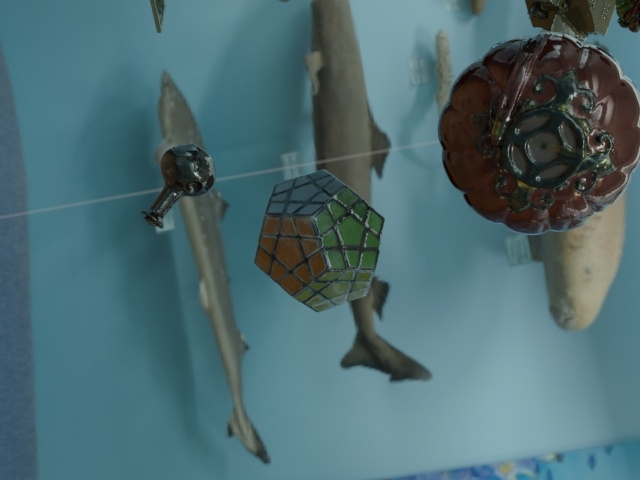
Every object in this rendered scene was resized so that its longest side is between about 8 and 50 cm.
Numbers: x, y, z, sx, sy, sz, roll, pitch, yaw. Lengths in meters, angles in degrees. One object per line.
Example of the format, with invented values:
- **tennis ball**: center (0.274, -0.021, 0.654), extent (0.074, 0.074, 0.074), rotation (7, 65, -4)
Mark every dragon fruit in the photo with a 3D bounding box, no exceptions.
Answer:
- **dragon fruit**: center (0.579, -0.437, 1.419), extent (0.138, 0.175, 0.142), rotation (-2, 59, -44)

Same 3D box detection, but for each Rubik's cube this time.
- **Rubik's cube**: center (0.000, 0.001, 1.839), extent (0.319, 0.264, 0.319), rotation (14, 90, -90)

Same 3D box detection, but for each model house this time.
- **model house**: center (0.559, -0.551, 1.939), extent (0.248, 0.181, 0.176), rotation (9, 99, -44)

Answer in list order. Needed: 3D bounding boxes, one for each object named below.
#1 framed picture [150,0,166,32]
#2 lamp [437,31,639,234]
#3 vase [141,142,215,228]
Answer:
- **framed picture**: center (-0.190, -0.292, 0.931), extent (0.066, 0.007, 0.089), rotation (-94, 179, -46)
- **lamp**: center (0.328, -0.158, 1.226), extent (0.257, 0.303, 0.303), rotation (-51, 133, -69)
- **vase**: center (-0.295, -0.107, 1.660), extent (0.183, 0.120, 0.120), rotation (-55, 163, -13)
